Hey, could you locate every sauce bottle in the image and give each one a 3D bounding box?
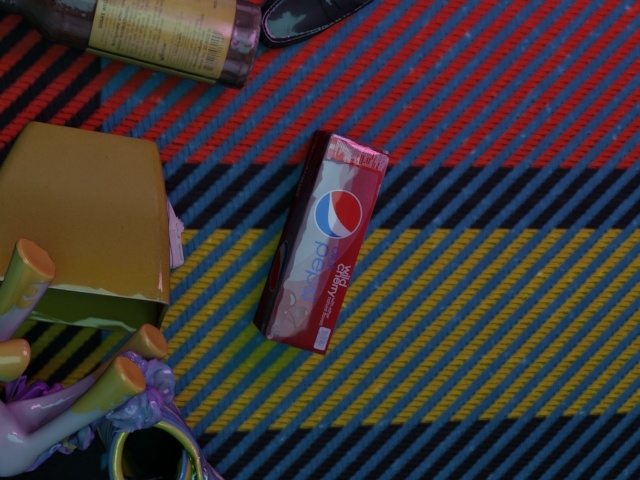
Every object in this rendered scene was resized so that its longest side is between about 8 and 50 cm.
[{"bbox_3d":[-0.241,-0.263,1.179,0.345,0.111,0.111,13,95,-17],"label":"sauce bottle"}]

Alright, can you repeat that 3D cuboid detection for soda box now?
[{"bbox_3d":[0.000,0.000,1.286,0.084,0.092,0.263,18,94,-15],"label":"soda box"}]

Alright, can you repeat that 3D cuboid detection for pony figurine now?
[{"bbox_3d":[-0.332,0.198,1.057,0.363,0.302,0.351,-34,138,11],"label":"pony figurine"}]

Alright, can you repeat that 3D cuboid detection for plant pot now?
[{"bbox_3d":[-0.269,-0.014,1.160,0.212,0.212,0.187,8,74,-10],"label":"plant pot"}]

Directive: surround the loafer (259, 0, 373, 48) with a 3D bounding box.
[{"bbox_3d":[0.020,-0.305,1.252,0.223,0.078,0.076,-33,104,-7],"label":"loafer"}]

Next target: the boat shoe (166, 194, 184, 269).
[{"bbox_3d":[-0.185,-0.014,1.274,0.035,0.035,0.100,-13,98,-39],"label":"boat shoe"}]

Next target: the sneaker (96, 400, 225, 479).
[{"bbox_3d":[-0.165,0.320,1.236,0.127,0.208,0.319,-34,105,-8],"label":"sneaker"}]
